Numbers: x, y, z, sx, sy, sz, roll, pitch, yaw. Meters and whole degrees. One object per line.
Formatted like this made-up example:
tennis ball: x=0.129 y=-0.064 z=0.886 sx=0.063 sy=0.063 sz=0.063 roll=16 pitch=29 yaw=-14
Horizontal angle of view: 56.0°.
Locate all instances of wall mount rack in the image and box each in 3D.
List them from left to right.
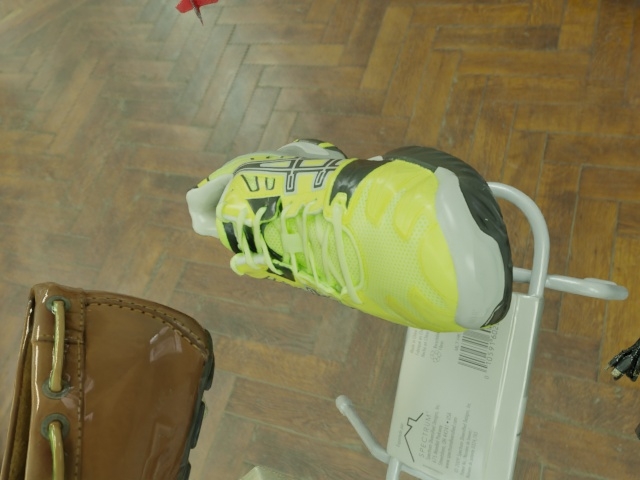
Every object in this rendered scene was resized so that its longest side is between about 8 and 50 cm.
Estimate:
wall mount rack: x=0.118 y=0.119 z=0.601 sx=0.304 sy=0.130 sz=0.350 roll=12 pitch=93 yaw=39

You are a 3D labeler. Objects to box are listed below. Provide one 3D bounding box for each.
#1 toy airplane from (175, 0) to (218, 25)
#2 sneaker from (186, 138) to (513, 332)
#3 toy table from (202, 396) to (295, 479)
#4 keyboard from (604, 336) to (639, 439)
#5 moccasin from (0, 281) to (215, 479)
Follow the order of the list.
toy airplane: x=-0.197 y=-0.375 z=0.850 sx=0.151 sy=0.151 sz=0.028 roll=-10 pitch=51 yaw=13
sneaker: x=0.000 y=0.000 z=0.502 sx=0.147 sy=0.145 sz=0.384 roll=-18 pitch=16 yaw=-22
toy table: x=-0.142 y=0.243 z=0.529 sx=0.161 sy=0.274 sz=0.252 roll=-46 pitch=49 yaw=7
keyboard: x=0.439 y=0.098 z=0.656 sx=0.201 sy=0.033 sz=0.317 roll=19 pitch=110 yaw=-7
moccasin: x=-0.148 y=0.193 z=0.284 sx=0.139 sy=0.147 sz=0.380 roll=-33 pitch=43 yaw=49
